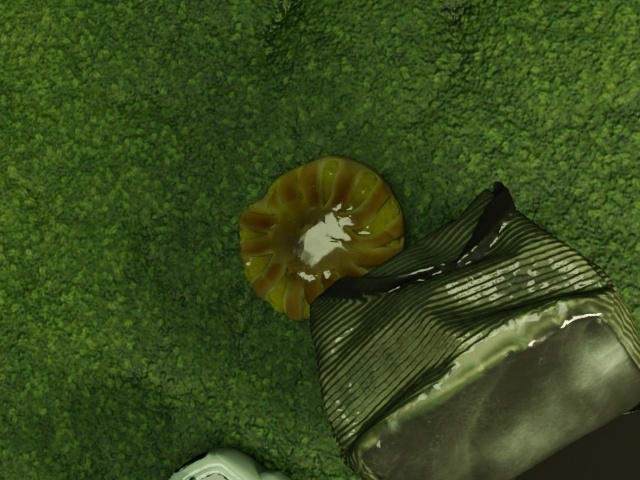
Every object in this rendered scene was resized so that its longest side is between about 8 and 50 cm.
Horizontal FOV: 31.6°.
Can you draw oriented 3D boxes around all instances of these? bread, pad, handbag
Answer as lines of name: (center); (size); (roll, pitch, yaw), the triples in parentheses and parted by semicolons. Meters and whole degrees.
bread: (0.000, 0.000, 1.380); (0.213, 0.105, 0.213); (0, 88, 11)
pad: (0.365, 0.279, 1.294); (0.267, 0.004, 0.181); (-14, 103, 13)
handbag: (0.162, 0.118, 1.251); (0.340, 0.247, 0.240); (-33, 47, 9)

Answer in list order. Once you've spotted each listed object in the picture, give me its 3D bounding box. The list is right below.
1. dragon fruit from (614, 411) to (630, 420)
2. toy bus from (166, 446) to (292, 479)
dragon fruit: (0.318, 0.178, 1.315); (0.060, 0.056, 0.083); (-36, 75, 7)
toy bus: (-0.077, 0.364, 1.363); (0.271, 0.133, 0.165); (37, 91, 10)
